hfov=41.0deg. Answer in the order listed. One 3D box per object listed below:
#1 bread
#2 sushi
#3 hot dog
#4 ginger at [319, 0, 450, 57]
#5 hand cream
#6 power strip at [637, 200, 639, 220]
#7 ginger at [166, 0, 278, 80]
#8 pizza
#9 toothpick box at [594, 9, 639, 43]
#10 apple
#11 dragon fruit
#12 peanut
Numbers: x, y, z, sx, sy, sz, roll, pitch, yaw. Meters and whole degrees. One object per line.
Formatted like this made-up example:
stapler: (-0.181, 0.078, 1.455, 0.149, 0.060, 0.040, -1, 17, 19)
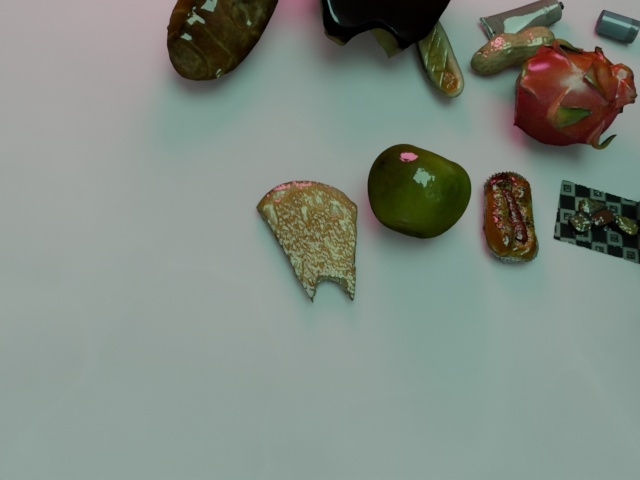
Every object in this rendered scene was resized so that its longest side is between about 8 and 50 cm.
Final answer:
bread: (0.241, -0.377, 1.764, 0.073, 0.053, 0.214, -23, 66, 13)
sushi: (0.568, -0.041, 1.685, 0.201, 0.031, 0.139, 16, 66, -2)
hot dog: (0.364, -0.045, 1.646, 0.108, 0.059, 0.191, 4, 65, -11)
ginger: (0.111, -0.554, 1.765, 0.359, 0.211, 0.413, 14, 75, -16)
hand cream: (0.441, -0.472, 1.837, 0.186, 0.054, 0.087, -23, 79, -10)
power strip: (0.734, -0.005, 1.641, 0.253, 0.054, 0.167, 25, 33, -1)
ginger: (-0.176, -0.497, 1.685, 0.176, 0.254, 0.418, 27, 86, -23)
pizza: (0.000, 0.000, 1.585, 0.181, 0.034, 0.262, -18, 71, -14)
toothpick box: (0.646, -0.465, 1.859, 0.083, 0.052, 0.052, 19, 67, 1)
apple: (0.176, -0.089, 1.568, 0.197, 0.196, 0.156, 17, 86, -1)
dragon fruit: (0.491, -0.289, 1.683, 0.227, 0.224, 0.224, 7, 67, 0)
peanut: (0.399, -0.394, 1.778, 0.187, 0.082, 0.082, -16, 71, -13)
